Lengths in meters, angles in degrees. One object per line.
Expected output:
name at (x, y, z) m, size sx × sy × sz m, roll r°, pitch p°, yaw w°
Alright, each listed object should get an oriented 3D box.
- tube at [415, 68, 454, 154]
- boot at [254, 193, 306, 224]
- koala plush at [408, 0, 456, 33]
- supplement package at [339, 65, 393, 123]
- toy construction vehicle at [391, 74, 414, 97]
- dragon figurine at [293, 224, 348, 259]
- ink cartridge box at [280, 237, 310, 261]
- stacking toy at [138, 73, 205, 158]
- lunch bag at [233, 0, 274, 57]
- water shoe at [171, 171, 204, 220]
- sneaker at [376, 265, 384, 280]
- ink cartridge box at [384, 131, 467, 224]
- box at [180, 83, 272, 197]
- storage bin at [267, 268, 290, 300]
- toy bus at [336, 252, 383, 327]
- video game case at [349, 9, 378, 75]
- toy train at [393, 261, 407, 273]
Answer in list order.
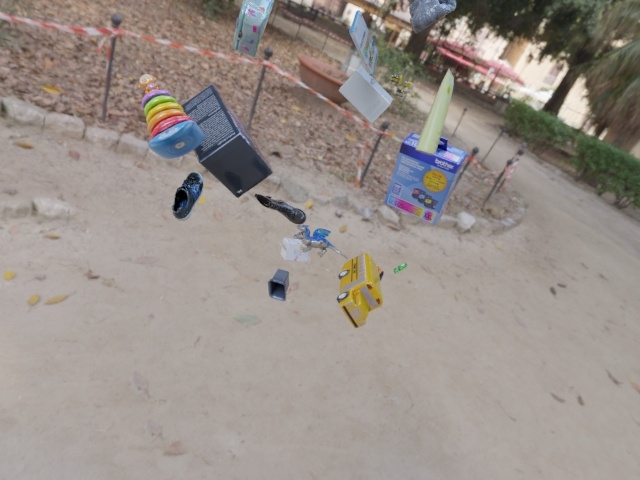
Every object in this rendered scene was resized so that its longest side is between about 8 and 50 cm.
tube at (0.352, -0.378, 1.263) m, size 0.062 × 0.240 × 0.070 m, roll 14°, pitch 10°, yaw -17°
boot at (-0.228, -0.177, 2.387) m, size 0.263 × 0.091 × 0.229 m, roll 29°, pitch 7°, yaw 25°
koala plush at (0.410, -0.985, 1.710) m, size 0.221 × 0.196 × 0.203 m, roll 57°, pitch 37°, yaw -16°
supplement package at (0.176, -0.557, 1.618) m, size 0.179 × 0.105 × 0.105 m, roll 42°, pitch 33°, yaw -10°
toy construction vehicle at (0.335, -0.625, 1.706) m, size 0.098 × 0.086 × 0.035 m, roll 29°, pitch 65°, yaw 27°
dragon figurine at (0.000, 0.000, 1.922) m, size 0.289 × 0.085 × 0.144 m, roll 10°, pitch 36°, yaw 15°
ink cartridge box at (-0.130, 0.045, 2.078) m, size 0.143 × 0.090 × 0.092 m, roll 7°, pitch 14°, yaw -22°
stacking toy at (-0.547, -0.452, 1.460) m, size 0.302 × 0.175 × 0.166 m, roll 62°, pitch 0°, yaw 8°
lunch bag at (-0.260, -0.872, 1.650) m, size 0.107 × 0.224 × 0.279 m, roll 19°, pitch 68°, yaw -16°
water shoe at (-0.456, -0.166, 1.463) m, size 0.072 × 0.080 × 0.203 m, roll 7°, pitch 62°, yaw 1°
sneaker at (0.272, 0.176, 2.323) m, size 0.124 × 0.180 × 0.321 m, roll 23°, pitch 39°, yaw -19°
ink cartridge box at (0.475, -0.304, 1.905) m, size 0.270 × 0.396 × 0.151 m, roll 26°, pitch 41°, yaw 18°
box at (-0.431, -0.445, 1.898) m, size 0.395 × 0.212 × 0.293 m, roll 59°, pitch 6°, yaw 33°
storage bin at (-0.178, 0.200, 1.941) m, size 0.098 × 0.135 × 0.091 m, roll 14°, pitch 49°, yaw 11°
toy bus at (0.141, 0.168, 1.494) m, size 0.108 × 0.130 × 0.333 m, roll 59°, pitch 14°, yaw -15°
video game case at (0.145, -0.643, 1.380) m, size 0.166 × 0.015 × 0.119 m, roll 49°, pitch 46°, yaw -44°
toy train at (0.338, 0.116, 1.788) m, size 0.083 × 0.024 × 0.017 m, roll -27°, pitch 19°, yaw -32°
